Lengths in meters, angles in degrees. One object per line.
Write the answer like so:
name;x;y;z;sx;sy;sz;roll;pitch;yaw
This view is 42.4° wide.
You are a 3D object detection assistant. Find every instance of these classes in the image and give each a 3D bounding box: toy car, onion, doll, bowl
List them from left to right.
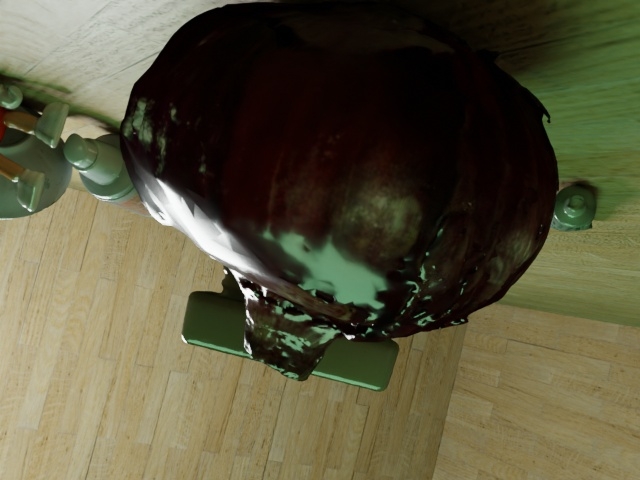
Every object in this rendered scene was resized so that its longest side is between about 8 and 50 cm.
doll;-0.422;-0.135;0.976;0.217;0.183;0.085;20;-148;-18
bowl;-0.421;-0.128;1.084;0.189;0.189;0.086;15;142;-12
toy car;0.000;0.000;0.761;0.242;0.226;0.336;13;174;0
onion;0.009;-0.026;0.470;0.252;0.219;0.252;19;-177;-1

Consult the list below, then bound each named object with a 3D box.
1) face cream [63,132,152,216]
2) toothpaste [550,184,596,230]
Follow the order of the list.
face cream;-0.293;-0.102;1.197;0.101;0.101;0.251;12;176;16
toothpaste;0.261;-0.027;0.865;0.064;0.041;0.218;7;178;14
